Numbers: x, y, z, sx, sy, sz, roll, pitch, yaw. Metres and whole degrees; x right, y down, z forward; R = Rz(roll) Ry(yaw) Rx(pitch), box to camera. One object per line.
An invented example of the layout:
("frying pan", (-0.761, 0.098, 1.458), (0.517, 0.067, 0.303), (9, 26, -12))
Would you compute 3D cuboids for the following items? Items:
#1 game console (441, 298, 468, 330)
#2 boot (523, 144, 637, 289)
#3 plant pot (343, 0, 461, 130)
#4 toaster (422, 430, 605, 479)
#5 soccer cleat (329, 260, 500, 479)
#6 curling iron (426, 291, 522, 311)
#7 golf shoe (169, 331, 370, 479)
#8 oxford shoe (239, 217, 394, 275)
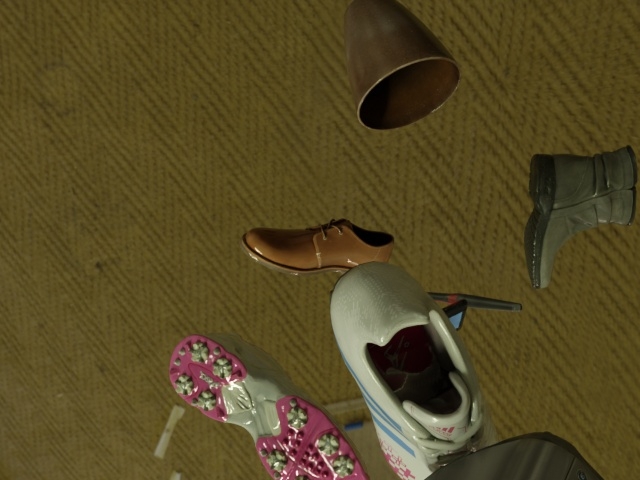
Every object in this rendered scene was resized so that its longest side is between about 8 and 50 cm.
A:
("game console", (0.218, 0.185, 1.045), (0.124, 0.144, 0.085), (-25, 62, -7))
("boot", (0.418, -0.028, 0.948), (0.161, 0.083, 0.246), (0, 116, 9))
("plant pot", (0.137, -0.379, 1.192), (0.215, 0.215, 0.230), (-29, 67, 21))
("toaster", (0.127, 0.259, 0.461), (0.129, 0.146, 0.227), (47, 134, 4))
("soccer cleat", (0.106, 0.171, 0.565), (0.116, 0.143, 0.331), (-32, 113, -5))
("curling iron", (0.307, 0.142, 1.303), (0.274, 0.035, 0.068), (-5, 106, 37))
("golf shoe", (-0.053, 0.222, 0.792), (0.306, 0.140, 0.115), (39, 103, 10))
("oxford shoe", (0.000, 0.000, 0.760), (0.212, 0.076, 0.076), (5, 128, -29))
